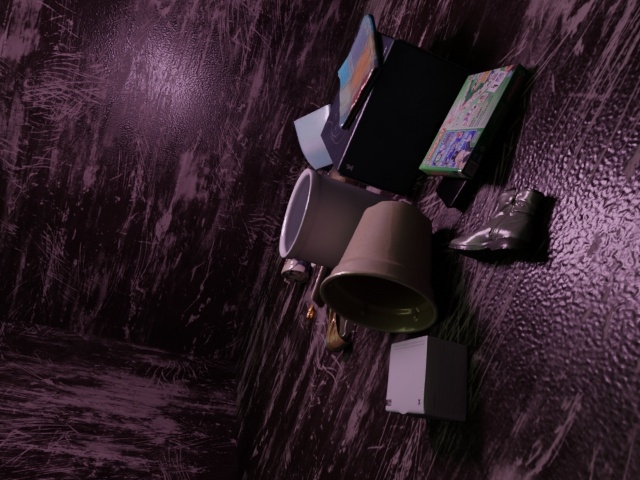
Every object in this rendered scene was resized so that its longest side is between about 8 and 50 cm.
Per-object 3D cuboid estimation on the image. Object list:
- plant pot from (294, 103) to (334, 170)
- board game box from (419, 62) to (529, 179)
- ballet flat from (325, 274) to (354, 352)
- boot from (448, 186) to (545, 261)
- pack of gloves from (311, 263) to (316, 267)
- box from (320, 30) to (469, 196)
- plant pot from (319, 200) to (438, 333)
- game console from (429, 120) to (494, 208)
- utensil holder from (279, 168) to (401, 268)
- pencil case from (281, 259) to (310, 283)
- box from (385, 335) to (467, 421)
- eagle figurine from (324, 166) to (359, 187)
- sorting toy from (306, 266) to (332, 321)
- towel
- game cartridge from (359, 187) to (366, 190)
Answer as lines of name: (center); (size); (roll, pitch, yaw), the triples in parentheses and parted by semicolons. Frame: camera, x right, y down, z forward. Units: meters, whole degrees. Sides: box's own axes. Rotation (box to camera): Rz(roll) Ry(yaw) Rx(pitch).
plant pot: (0.056, -0.463, 2.128); (0.248, 0.247, 0.252); (-12, 82, 44)
board game box: (0.419, -0.326, 1.257); (0.317, 0.046, 0.213); (-62, 20, 2)
ballet flat: (0.091, 0.281, 1.829); (0.124, 0.116, 0.342); (-25, 49, 43)
boot: (0.421, -0.038, 1.075); (0.247, 0.084, 0.161); (-9, 59, 67)
pack of gloves: (0.000, 0.000, 2.294); (0.232, 0.046, 0.194); (-35, 61, 36)
box: (0.240, -0.499, 1.707); (0.471, 0.298, 0.479); (-101, 32, -61)
plant pot: (0.199, 0.064, 1.338); (0.334, 0.334, 0.305); (-50, 18, 55)
game console: (0.402, -0.257, 1.385); (0.361, 0.044, 0.213); (-100, 30, -58)
utensil holder: (0.083, -0.047, 1.635); (0.328, 0.386, 0.327); (-164, 90, -73)
pencil case: (-0.127, 0.049, 2.663); (0.183, 0.160, 0.409); (-36, 41, 53)
box: (0.263, 0.348, 1.127); (0.181, 0.119, 0.181); (139, 144, -62)
eagle figurine: (0.098, -0.221, 2.130); (0.225, 0.226, 0.298); (-56, 8, -10)
sorting toy: (0.023, 0.215, 2.075); (0.196, 0.047, 0.347); (57, -130, -68)
towel: (0.129, -0.601, 1.593); (0.271, 0.040, 0.369); (123, 156, -46)
game cartridge: (0.072, -0.078, 1.954); (0.324, 0.053, 0.285); (2, 85, 60)
